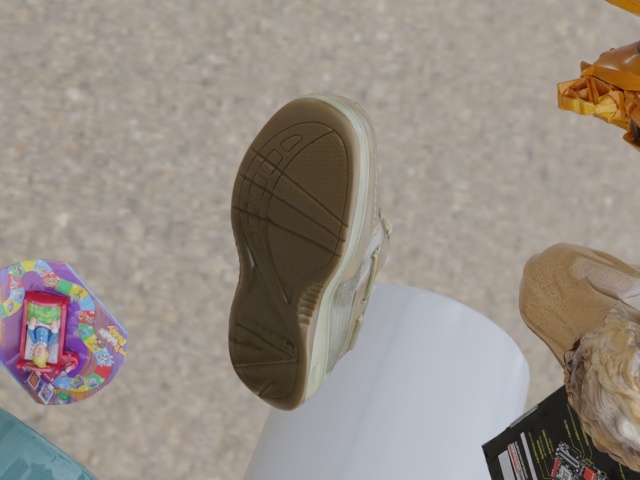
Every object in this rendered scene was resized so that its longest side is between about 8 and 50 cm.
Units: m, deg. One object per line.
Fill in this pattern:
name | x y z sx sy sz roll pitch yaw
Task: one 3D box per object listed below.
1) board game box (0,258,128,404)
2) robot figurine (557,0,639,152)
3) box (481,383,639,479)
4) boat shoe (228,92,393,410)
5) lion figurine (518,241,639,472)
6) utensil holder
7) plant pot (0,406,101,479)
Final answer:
board game box | -0.285 0.102 1.864 0.169 0.133 0.033 51 16 -16
robot figurine | 0.268 -0.109 1.143 0.085 0.291 0.211 -25 121 -25
box | 0.314 0.286 1.843 0.079 0.257 0.322 20 40 -36
boat shoe | 0.000 0.000 1.363 0.098 0.109 0.302 -36 148 -38
lion figurine | 0.238 0.085 1.410 0.240 0.392 0.142 27 95 -25
utensil holder | 0.072 0.294 2.224 0.328 0.327 0.385 54 45 -39
plant pot | -0.362 0.311 1.864 0.255 0.271 0.271 -55 133 -13
